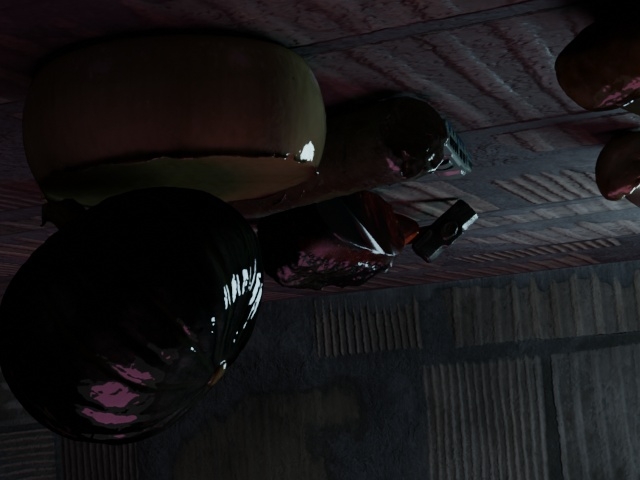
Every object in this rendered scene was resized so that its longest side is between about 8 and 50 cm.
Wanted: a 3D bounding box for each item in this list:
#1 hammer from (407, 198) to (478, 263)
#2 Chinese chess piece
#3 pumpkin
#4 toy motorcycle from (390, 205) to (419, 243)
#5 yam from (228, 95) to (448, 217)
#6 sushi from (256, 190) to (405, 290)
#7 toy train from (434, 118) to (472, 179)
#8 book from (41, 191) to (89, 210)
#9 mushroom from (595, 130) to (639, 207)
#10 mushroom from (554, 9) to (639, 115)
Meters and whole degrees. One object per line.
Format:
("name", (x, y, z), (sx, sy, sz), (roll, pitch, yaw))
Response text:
("hammer", (0.182, -0.009, 2.012), (0.111, 0.043, 0.365), (-44, -178, -5))
("Chinese chess piece", (-0.123, -0.094, 0.998), (0.257, 0.104, 0.257), (-5, 174, -1))
("pumpkin", (-0.163, 0.050, 0.984), (0.250, 0.216, 0.250), (-36, 180, 0))
("toy motorcycle", (-0.001, 0.001, 1.897), (0.298, 0.089, 0.171), (-9, 173, 26))
("yam", (0.010, -0.086, 1.221), (0.259, 0.093, 0.093), (-12, 170, 44))
("sushi", (0.013, -0.002, 1.669), (0.126, 0.136, 0.225), (-36, 156, 31))
("toy train", (0.143, -0.102, 1.349), (0.043, 0.047, 0.207), (-5, 172, 15))
("book", (-0.199, -0.060, 1.535), (0.283, 0.025, 0.215), (-5, 175, 6))
("mushroom", (0.421, -0.086, 1.488), (0.097, 0.088, 0.212), (-20, 159, 31))
("mushroom", (0.298, -0.145, 1.000), (0.100, 0.081, 0.312), (-6, 178, 34))
